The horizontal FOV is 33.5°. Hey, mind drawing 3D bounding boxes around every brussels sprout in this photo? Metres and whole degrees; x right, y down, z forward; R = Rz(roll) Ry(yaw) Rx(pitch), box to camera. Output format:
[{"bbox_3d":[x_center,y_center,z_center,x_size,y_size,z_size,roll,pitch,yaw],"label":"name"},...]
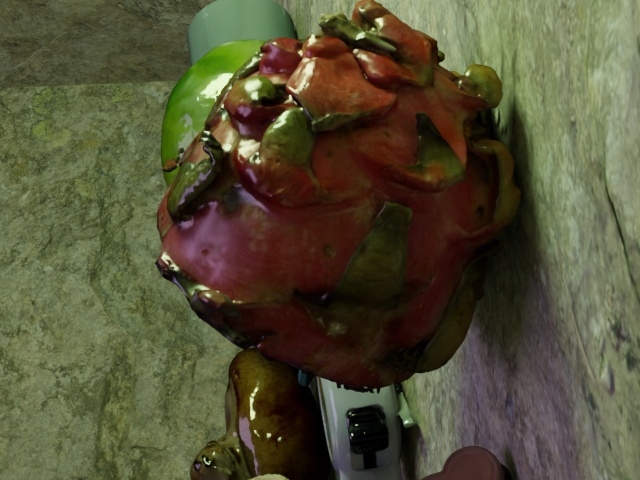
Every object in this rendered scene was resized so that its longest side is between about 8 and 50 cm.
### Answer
[{"bbox_3d":[-0.072,-0.120,1.500,0.344,0.268,0.344,34,-134,-44],"label":"brussels sprout"}]

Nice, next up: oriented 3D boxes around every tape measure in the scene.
[{"bbox_3d":[0.056,0.211,1.309,0.196,0.105,0.178,-102,4,-49],"label":"tape measure"}]

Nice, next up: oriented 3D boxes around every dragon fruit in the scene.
[{"bbox_3d":[0.041,-0.050,0.876,0.263,0.296,0.314,-54,20,17],"label":"dragon fruit"}]

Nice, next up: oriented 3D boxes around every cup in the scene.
[{"bbox_3d":[-0.129,-0.269,1.941,0.205,0.206,0.312,99,163,-56],"label":"cup"}]

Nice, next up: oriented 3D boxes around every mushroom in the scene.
[{"bbox_3d":[-0.122,0.366,1.975,0.345,0.260,0.345,171,90,-81],"label":"mushroom"}]

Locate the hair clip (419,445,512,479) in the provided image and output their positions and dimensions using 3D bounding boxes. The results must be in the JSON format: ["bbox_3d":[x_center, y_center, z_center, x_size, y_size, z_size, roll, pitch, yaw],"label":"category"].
[{"bbox_3d":[0.121,0.255,0.877,0.102,0.123,0.138,59,-175,-17],"label":"hair clip"}]

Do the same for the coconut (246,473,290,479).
[{"bbox_3d":[-0.044,0.505,1.650,0.233,0.245,0.233,-51,15,19],"label":"coconut"}]

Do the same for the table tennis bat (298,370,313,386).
[{"bbox_3d":[-0.004,0.158,1.799,0.124,0.033,0.201,-59,-18,-56],"label":"table tennis bat"}]
